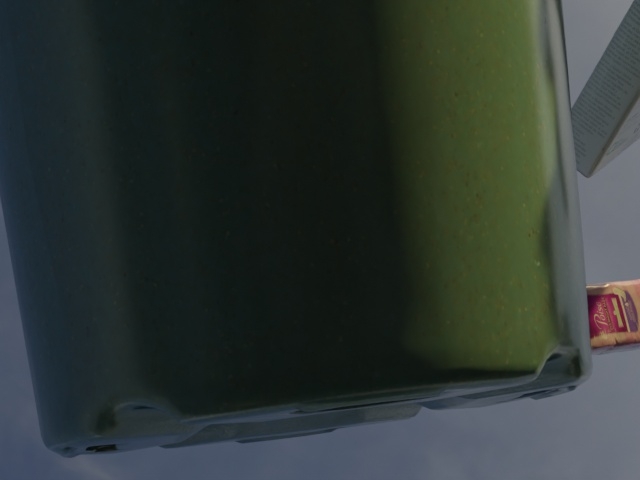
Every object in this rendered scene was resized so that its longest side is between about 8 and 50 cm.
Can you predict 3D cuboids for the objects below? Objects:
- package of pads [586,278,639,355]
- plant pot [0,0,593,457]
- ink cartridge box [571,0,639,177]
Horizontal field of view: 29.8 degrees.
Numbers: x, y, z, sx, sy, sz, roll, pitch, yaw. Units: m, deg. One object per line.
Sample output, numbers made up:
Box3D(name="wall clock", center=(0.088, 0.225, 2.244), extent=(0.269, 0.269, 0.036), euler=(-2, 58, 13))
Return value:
Box3D(name="package of pads", center=(0.200, 0.055, 0.854), extent=(0.083, 0.032, 0.050), euler=(-2, -108, -38))
Box3D(name="plant pot", center=(-0.022, -0.076, 0.586), extent=(0.341, 0.341, 0.334), euler=(-3, -102, -20))
Box3D(name="ink cartridge box", center=(0.280, -0.173, 0.880), extent=(0.045, 0.224, 0.223), euler=(41, -135, 16))
